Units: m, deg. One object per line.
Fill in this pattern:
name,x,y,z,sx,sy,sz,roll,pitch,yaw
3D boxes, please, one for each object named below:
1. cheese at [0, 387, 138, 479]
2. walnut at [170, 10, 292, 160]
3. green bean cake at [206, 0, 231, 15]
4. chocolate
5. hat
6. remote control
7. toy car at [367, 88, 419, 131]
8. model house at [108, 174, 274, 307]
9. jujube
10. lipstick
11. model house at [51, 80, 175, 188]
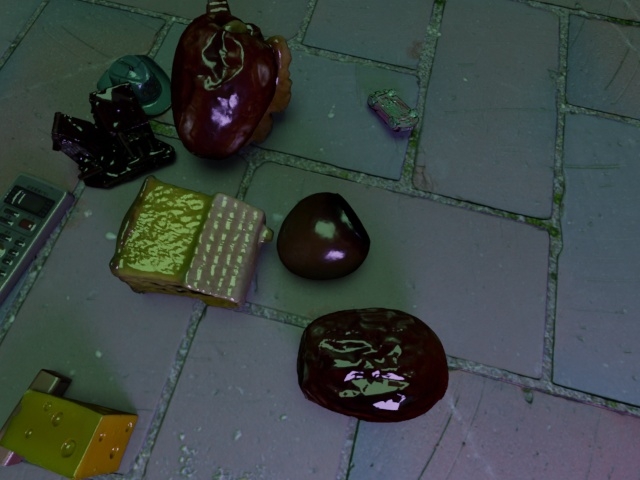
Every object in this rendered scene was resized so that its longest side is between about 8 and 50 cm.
cheese,-0.410,0.302,0.662,0.171,0.126,0.093,12,68,6
walnut,-0.181,-0.306,0.854,0.244,0.269,0.222,-2,38,-43
green bean cake,-0.225,-0.465,0.962,0.056,0.136,0.135,-16,69,-12
chocolate,0.000,0.000,0.787,0.176,0.177,0.177,1,68,-2
hat,-0.427,-0.371,0.948,0.191,0.078,0.138,34,69,11
remote control,-0.616,0.002,0.816,0.123,0.038,0.285,23,70,6
toy car,0.164,-0.294,0.952,0.069,0.055,0.142,-24,61,-20
model house,-0.215,0.012,0.752,0.234,0.175,0.193,10,68,5
jujube,0.088,0.203,0.686,0.243,0.183,0.183,9,68,-11
lipstick,-0.489,0.294,0.700,0.045,0.045,0.145,23,68,5
model house,-0.430,-0.210,0.841,0.203,0.164,0.141,-32,68,-11
